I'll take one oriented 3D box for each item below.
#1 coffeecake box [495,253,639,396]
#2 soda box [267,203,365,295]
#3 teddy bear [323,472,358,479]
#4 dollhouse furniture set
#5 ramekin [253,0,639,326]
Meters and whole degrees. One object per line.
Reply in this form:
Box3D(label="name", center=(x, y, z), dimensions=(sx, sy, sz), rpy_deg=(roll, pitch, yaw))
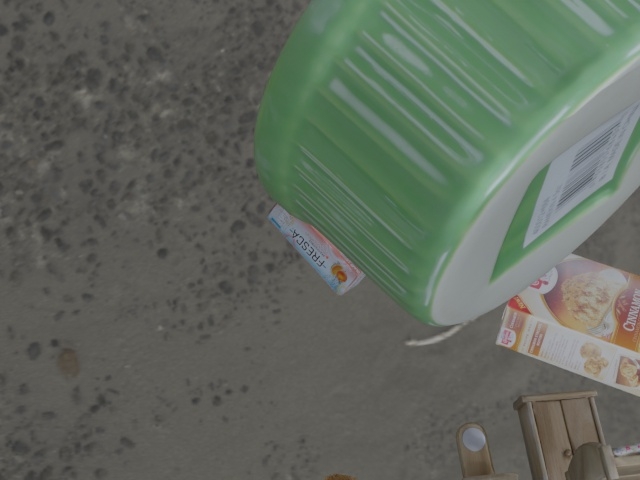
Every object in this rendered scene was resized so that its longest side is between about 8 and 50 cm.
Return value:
Box3D(label="coffeecake box", center=(0.323, 0.092, 1.102), dimensions=(0.142, 0.185, 0.068), rpy_deg=(-53, 156, -47))
Box3D(label="soda box", center=(0.000, 0.000, 1.495), dimensions=(0.183, 0.058, 0.063), rpy_deg=(48, 36, 12))
Box3D(label="teddy bear", center=(0.136, 0.521, 1.566), dimensions=(0.338, 0.113, 0.245), rpy_deg=(20, 25, -20))
Box3D(label="dollhouse furniture set", center=(0.349, 0.234, 1.158), dimensions=(0.303, 0.355, 0.174), rpy_deg=(-4, 63, -8))
Box3D(label="ramekin", center=(0.120, -0.084, 0.601), dimensions=(0.303, 0.303, 0.148), rpy_deg=(-20, 59, -42))
